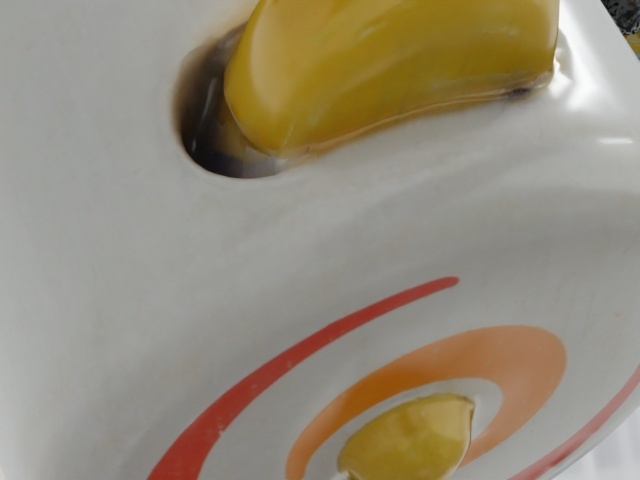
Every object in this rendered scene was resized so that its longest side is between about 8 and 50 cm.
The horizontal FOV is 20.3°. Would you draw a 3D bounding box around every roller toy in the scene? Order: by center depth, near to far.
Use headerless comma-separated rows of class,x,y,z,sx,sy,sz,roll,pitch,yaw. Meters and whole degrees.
roller toy,0.000,0.000,0.463,0.209,0.146,0.191,-41,-33,23

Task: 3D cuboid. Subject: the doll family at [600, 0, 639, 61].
doll family,0.108,-0.089,0.667,0.193,0.076,0.111,34,-21,-33
